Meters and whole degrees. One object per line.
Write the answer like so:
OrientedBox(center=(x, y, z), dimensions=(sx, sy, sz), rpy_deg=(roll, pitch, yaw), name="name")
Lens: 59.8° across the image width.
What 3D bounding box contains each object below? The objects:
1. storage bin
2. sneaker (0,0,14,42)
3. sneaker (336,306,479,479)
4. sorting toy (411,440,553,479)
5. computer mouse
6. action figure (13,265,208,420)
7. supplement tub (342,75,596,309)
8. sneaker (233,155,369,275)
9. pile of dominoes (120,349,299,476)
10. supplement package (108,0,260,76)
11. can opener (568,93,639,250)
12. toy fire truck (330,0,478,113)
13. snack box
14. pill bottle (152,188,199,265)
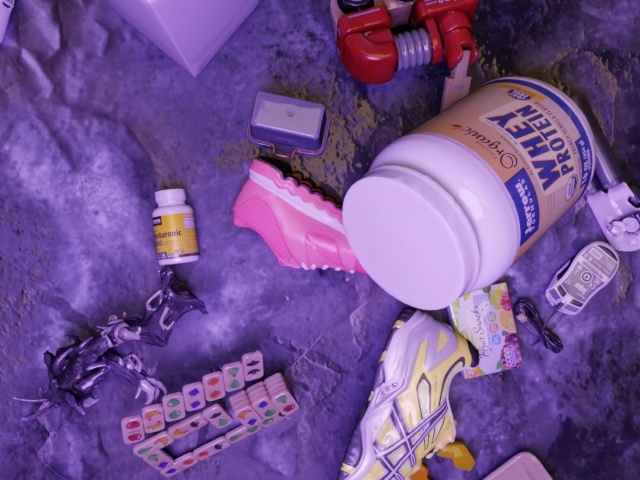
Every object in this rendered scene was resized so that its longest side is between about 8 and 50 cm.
OrientedBox(center=(-0.053, -0.183, 0.880), dimensions=(0.135, 0.091, 0.098), rpy_deg=(12, 89, -1), name="storage bin")
OrientedBox(center=(-0.498, -0.423, 0.867), dimensions=(0.086, 0.085, 0.237), rpy_deg=(6, 91, 2), name="sneaker")
OrientedBox(center=(0.124, 0.302, 0.849), dimensions=(0.147, 0.145, 0.384), rpy_deg=(20, 90, 10), name="sneaker")
OrientedBox(center=(0.282, 0.451, 0.919), dimensions=(0.229, 0.041, 0.307), rpy_deg=(-36, 91, 2), name="sorting toy")
OrientedBox(center=(0.414, 0.085, 0.924), dimensions=(0.106, 0.042, 0.193), rpy_deg=(42, 94, 3), name="computer mouse")
OrientedBox(center=(-0.291, 0.172, 0.818), dimensions=(0.276, 0.164, 0.140), rpy_deg=(-42, 128, -17), name="action figure")
OrientedBox(center=(0.206, -0.070, 0.770), dimensions=(0.316, 0.228, 0.228), rpy_deg=(-36, 91, -31), name="supplement tub")
OrientedBox(center=(0.000, 0.000, 0.889), dimensions=(0.314, 0.116, 0.136), rpy_deg=(35, 105, 0), name="sneaker")
OrientedBox(center=(-0.160, 0.277, 0.835), dimensions=(0.251, 0.196, 0.040), rpy_deg=(-27, 46, -3), name="pile of dominoes")
OrientedBox(center=(-0.210, -0.387, 0.774), dimensions=(0.177, 0.293, 0.175), rpy_deg=(40, 88, -2), name="supplement package")
OrientedBox(center=(0.465, -0.109, 0.921), dimensions=(0.093, 0.074, 0.280), rpy_deg=(-32, 93, -37), name="can opener")
OrientedBox(center=(0.147, -0.285, 0.876), dimensions=(0.217, 0.158, 0.246), rpy_deg=(-16, 80, -3), name="toy fire truck")
OrientedBox(center=(0.267, 0.146, 0.917), dimensions=(0.100, 0.037, 0.141), rpy_deg=(-13, 90, -1), name="snack box")
OrientedBox(center=(-0.232, -0.021, 0.885), dimensions=(0.065, 0.065, 0.116), rpy_deg=(-8, 89, -2), name="pill bottle")
